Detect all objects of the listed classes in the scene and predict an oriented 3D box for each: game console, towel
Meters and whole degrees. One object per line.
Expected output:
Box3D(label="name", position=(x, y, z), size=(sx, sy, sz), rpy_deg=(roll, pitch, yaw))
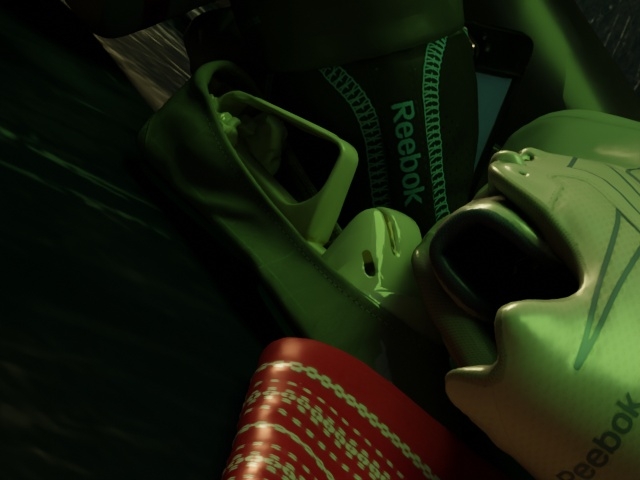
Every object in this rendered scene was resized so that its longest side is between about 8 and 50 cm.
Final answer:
Box3D(label="game console", position=(0.078, -0.054, 1.017), size=(0.107, 0.122, 0.071), rpy_deg=(6, 23, -42))
Box3D(label="towel", position=(0.054, 0.121, 0.515), size=(0.199, 0.031, 0.275), rpy_deg=(37, 11, -6))

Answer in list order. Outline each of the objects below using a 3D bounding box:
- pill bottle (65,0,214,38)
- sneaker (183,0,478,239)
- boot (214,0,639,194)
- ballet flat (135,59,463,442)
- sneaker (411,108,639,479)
Box3D(label="pill bottle", position=(-0.012, -0.223, 0.944), size=(0.160, 0.283, 0.160), rpy_deg=(57, -18, 31))
Box3D(label="sneaker", position=(0.004, -0.058, 0.918), size=(0.341, 0.125, 0.140), rpy_deg=(-136, -146, -87))
Box3D(label="boot", position=(0.179, -0.246, 1.099), size=(0.367, 0.445, 0.146), rpy_deg=(34, 16, 5))
Box3D(label="ballet flat", position=(0.000, 0.000, 0.721), size=(0.072, 0.068, 0.213), rpy_deg=(26, 17, -52))
Box3D(label="sneaker", position=(0.098, 0.006, 0.699), size=(0.129, 0.111, 0.297), rpy_deg=(33, 17, -15))
